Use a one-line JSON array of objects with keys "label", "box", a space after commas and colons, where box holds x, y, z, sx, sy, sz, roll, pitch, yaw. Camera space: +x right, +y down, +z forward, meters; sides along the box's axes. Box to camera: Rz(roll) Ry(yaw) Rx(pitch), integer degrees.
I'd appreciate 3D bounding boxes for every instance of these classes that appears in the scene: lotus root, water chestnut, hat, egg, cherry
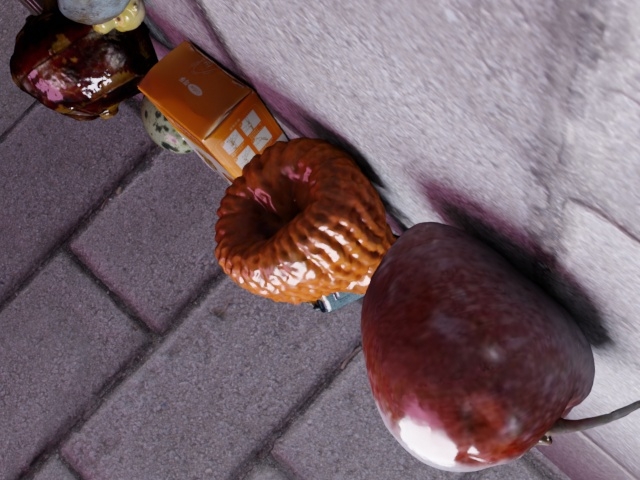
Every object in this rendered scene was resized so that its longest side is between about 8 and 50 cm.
[{"label": "lotus root", "box": [-0.364, -0.442, 1.333, 0.158, 0.140, 0.322, 68, 165, -6]}, {"label": "water chestnut", "box": [-0.547, -0.438, 1.875, 0.346, 0.335, 0.335, 59, 170, -19]}, {"label": "hat", "box": [0.023, -0.009, 1.472, 0.285, 0.285, 0.400, 40, -171, 35]}, {"label": "egg", "box": [-0.316, -0.283, 1.909, 0.177, 0.177, 0.228, 47, -166, -39]}, {"label": "cherry", "box": [0.207, 0.155, 1.152, 0.326, 0.291, 0.334, 34, -158, -44]}]

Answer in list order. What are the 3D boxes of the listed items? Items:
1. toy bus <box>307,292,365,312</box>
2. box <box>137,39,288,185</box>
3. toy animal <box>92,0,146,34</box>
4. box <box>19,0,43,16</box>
[{"label": "toy bus", "box": [0.000, 0.000, 1.694, 0.275, 0.139, 0.167, 69, 165, -16]}, {"label": "box", "box": [-0.189, -0.223, 1.714, 0.225, 0.143, 0.341, 40, 175, 30]}, {"label": "toy animal", "box": [-0.446, -0.493, 1.645, 0.169, 0.121, 0.233, 29, -169, -47]}, {"label": "box", "box": [-0.659, -0.621, 2.004, 0.226, 0.149, 0.226, 43, 175, 5]}]
